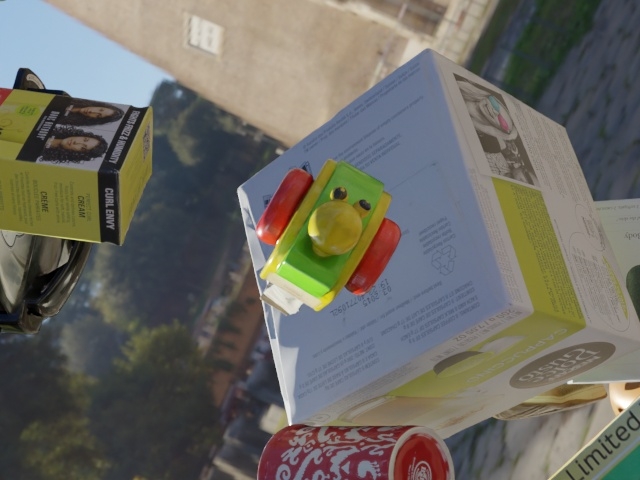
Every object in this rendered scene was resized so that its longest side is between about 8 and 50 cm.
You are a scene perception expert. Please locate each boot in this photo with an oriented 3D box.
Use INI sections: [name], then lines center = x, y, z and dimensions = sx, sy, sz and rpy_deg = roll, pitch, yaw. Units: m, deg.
[boot]
center = 0.360, 0.190, 1.757
dimensions = 0.095, 0.261, 0.204
rpy_deg = -35, 63, 51

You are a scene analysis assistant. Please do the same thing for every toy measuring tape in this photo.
[toy measuring tape]
center = 0.000, 0.000, 0.929
dimensions = 0.330, 0.121, 0.121
rpy_deg = 129, 163, -79

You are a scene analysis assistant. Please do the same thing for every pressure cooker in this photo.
[pressure cooker]
center = -0.532, -0.055, 1.550
dimensions = 0.375, 0.420, 0.370
rpy_deg = -68, -19, -62

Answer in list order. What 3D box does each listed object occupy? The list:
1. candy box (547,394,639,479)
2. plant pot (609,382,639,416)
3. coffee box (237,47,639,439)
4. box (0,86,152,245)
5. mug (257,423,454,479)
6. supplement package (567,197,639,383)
[candy box]
center = 0.313, 0.199, 0.603
dimensions = 0.268, 0.317, 0.122
rpy_deg = -49, -28, 19
[plant pot]
center = 0.641, 0.258, 1.790
dimensions = 0.203, 0.290, 0.291
rpy_deg = 15, 81, 57
[coffee box]
center = 0.149, 0.031, 1.321
dimensions = 0.337, 0.334, 0.338
rpy_deg = -33, 59, 32
[box]
center = -0.226, -0.056, 0.639
dimensions = 0.087, 0.232, 0.058
rpy_deg = -80, -3, -53
[mug]
center = 0.041, 0.246, 0.997
dimensions = 0.113, 0.150, 0.169
rpy_deg = -13, -2, -45
[supplement package]
center = 0.462, 0.082, 1.575
dimensions = 0.198, 0.199, 0.263
rpy_deg = 41, -134, -78
